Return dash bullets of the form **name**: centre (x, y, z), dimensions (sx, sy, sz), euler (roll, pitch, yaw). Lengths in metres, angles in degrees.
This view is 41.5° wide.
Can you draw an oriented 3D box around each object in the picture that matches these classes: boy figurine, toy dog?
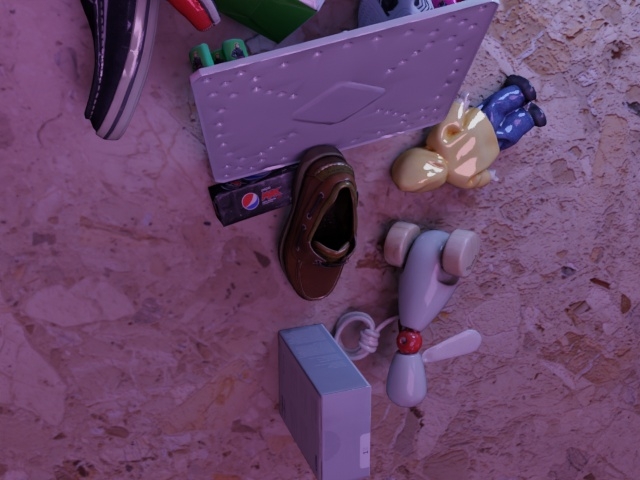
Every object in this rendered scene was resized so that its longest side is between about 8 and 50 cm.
- **boy figurine**: centre (0.252, -0.161, 1.456), dimensions (0.285, 0.092, 0.177), euler (-35, 119, -4)
- **toy dog**: centre (0.192, 0.114, 1.509), dimensions (0.161, 0.220, 0.333), euler (-1, 123, -54)

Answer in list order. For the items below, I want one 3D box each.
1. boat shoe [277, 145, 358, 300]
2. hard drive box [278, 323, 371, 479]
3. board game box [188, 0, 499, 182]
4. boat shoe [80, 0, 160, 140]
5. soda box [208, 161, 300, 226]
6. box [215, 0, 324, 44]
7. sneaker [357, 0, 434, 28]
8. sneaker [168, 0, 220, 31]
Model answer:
- **boat shoe**: centre (0.000, 0.000, 1.375), dimensions (0.111, 0.104, 0.307), euler (-14, 134, -18)
- **hard drive box**: centre (0.002, 0.278, 1.457), dimensions (0.089, 0.232, 0.181), euler (-8, 114, -18)
- **board game box**: centre (0.020, -0.212, 1.192), dimensions (0.390, 0.390, 0.050), euler (-16, 77, -6)
- **boat shoe**: centre (-0.285, -0.384, 1.116), dimensions (0.156, 0.187, 0.499), euler (3, 105, -16)
- **soda box**: centre (-0.093, -0.081, 1.377), dimensions (0.169, 0.053, 0.060), euler (-20, 116, -13)
- **box**: centre (-0.029, -0.406, 1.120), dimensions (0.127, 0.262, 0.231), euler (27, 88, -14)
- **sneaker**: centre (0.180, -0.404, 1.282), dimensions (0.210, 0.137, 0.365), euler (-25, 140, -24)
- **sneaker**: centre (-0.244, -0.335, 1.003), dimensions (0.279, 0.107, 0.118), euler (39, 94, -15)
